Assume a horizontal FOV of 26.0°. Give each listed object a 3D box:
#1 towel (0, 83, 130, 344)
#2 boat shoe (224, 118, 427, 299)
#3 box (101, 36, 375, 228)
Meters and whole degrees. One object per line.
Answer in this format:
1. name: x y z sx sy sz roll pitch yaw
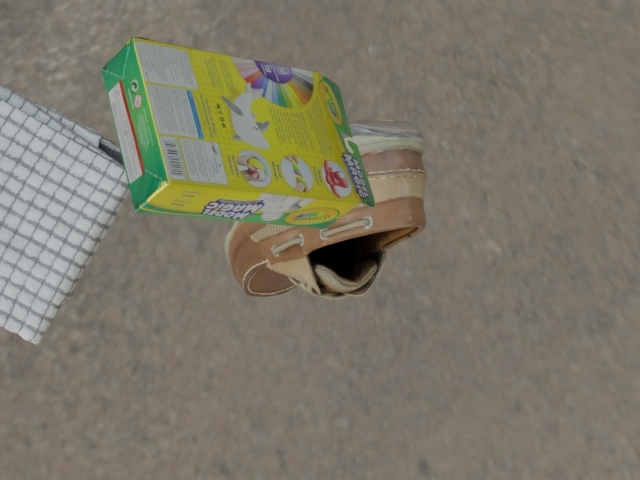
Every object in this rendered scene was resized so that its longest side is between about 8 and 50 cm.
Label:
1. towel: -0.370 -0.052 1.526 0.284 0.121 0.235 28 89 -7
2. boat shoe: 0.000 0.000 1.311 0.123 0.324 0.116 -6 71 -26
3. box: -0.046 -0.065 0.883 0.043 0.179 0.105 -36 60 42
